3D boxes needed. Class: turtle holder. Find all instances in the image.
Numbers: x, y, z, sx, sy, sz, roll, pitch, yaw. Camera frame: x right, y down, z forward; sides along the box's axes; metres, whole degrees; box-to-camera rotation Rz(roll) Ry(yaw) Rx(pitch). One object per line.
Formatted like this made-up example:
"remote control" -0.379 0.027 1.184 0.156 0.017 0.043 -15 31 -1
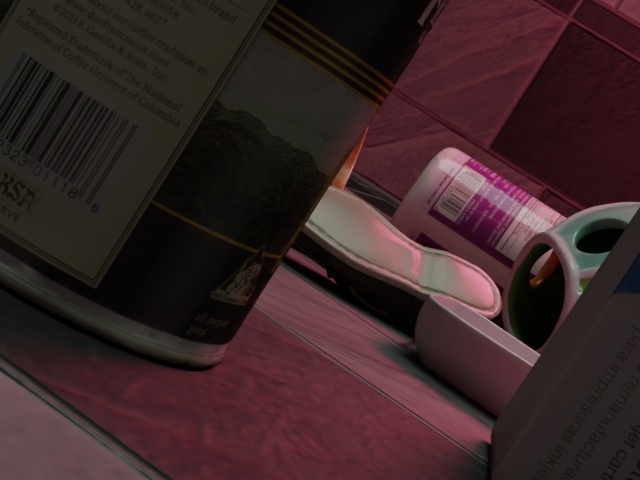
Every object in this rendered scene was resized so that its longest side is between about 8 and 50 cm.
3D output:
"turtle holder" 0.306 0.105 1.252 0.228 0.243 0.320 15 51 -18

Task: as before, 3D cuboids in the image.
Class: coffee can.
"coffee can" -0.060 -0.108 0.631 0.202 0.275 0.201 33 6 -4

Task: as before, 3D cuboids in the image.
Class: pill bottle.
"pill bottle" 0.244 0.025 1.684 0.302 0.169 0.169 34 6 9

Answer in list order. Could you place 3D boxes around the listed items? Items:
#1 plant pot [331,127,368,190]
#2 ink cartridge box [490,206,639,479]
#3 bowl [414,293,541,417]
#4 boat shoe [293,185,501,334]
"plant pot" -0.062 -0.205 1.865 0.254 0.237 0.237 19 4 8
"ink cartridge box" 0.342 0.124 0.782 0.395 0.285 0.166 33 7 5
"bowl" 0.139 0.102 1.054 0.142 0.053 0.142 34 7 17
"boat shoe" 0.048 0.025 1.157 0.228 0.068 0.081 29 41 -12
